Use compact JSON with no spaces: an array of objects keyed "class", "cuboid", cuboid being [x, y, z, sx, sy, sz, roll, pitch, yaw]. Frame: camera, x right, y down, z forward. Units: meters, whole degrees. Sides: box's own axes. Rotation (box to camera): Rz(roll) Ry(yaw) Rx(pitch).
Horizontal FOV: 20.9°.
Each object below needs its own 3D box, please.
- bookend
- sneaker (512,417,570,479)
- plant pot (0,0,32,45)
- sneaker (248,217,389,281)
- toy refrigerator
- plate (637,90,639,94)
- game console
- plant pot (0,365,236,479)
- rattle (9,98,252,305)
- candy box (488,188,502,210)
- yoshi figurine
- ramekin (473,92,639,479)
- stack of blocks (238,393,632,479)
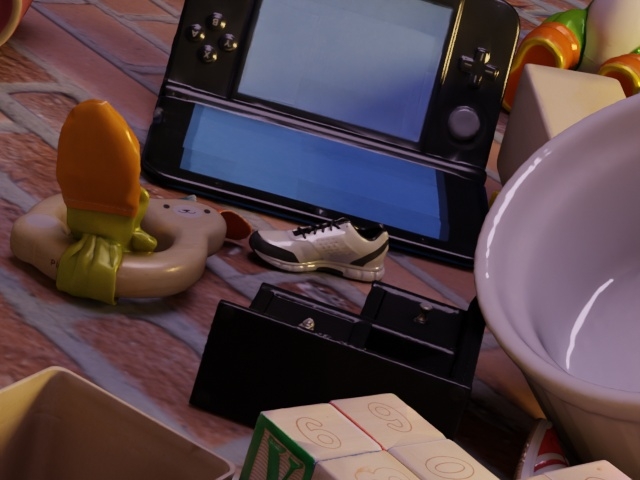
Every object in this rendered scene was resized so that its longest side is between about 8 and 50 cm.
[{"class":"bookend","cuboid":[0.018,0.067,1.085,0.156,0.072,0.157,19,21,4]},{"class":"sneaker","cuboid":[0.146,0.150,1.023,0.067,0.042,0.118,16,29,6]},{"class":"plant pot","cuboid":[-0.309,-0.252,1.468,0.201,0.201,0.180,12,38,-14]},{"class":"sneaker","cuboid":[0.000,0.000,1.271,0.109,0.043,0.040,6,27,-22]},{"class":"toy refrigerator","cuboid":[0.213,-0.034,1.384,0.094,0.102,0.269,9,29,-7]},{"class":"plate","cuboid":[0.383,-0.085,1.684,0.188,0.024,0.188,26,39,-24]},{"class":"game console","cuboid":[0.020,-0.127,1.435,0.293,0.250,0.173,15,-5,-7]},{"class":"plant pot","cuboid":[-0.120,0.135,0.784,0.109,0.096,0.109,26,22,21]},{"class":"rattle","cuboid":[-0.111,-0.044,1.173,0.130,0.142,0.200,10,19,39]},{"class":"candy box","cuboid":[0.239,-0.029,1.545,0.105,0.027,0.206,26,23,26]},{"class":"yoshi figurine","cuboid":[0.327,-0.199,1.899,0.203,0.203,0.362,-16,17,37]},{"class":"ramekin","cuboid":[0.248,0.036,1.093,0.277,0.135,0.277,-15,41,13]},{"class":"stack of blocks","cuboid":[0.081,0.180,0.730,0.087,0.171,0.297,-3,29,-42]}]
